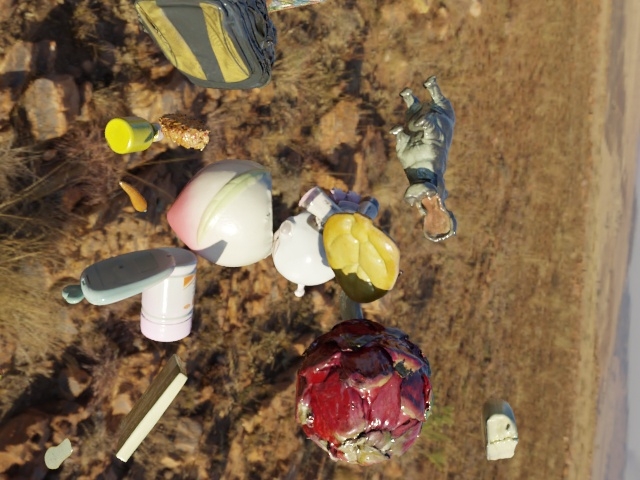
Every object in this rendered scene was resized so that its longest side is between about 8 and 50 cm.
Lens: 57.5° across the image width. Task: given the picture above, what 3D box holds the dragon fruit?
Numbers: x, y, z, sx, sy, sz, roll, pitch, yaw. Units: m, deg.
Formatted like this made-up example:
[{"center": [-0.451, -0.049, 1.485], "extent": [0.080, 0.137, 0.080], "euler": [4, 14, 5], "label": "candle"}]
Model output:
[{"center": [0.095, 0.327, 1.281], "extent": [0.329, 0.329, 0.330], "euler": [-17, 110, -59], "label": "dragon fruit"}]

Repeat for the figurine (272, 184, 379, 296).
[{"center": [-0.008, -0.003, 1.704], "extent": [0.253, 0.361, 0.211], "euler": [21, 53, -24], "label": "figurine"}]

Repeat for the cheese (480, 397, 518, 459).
[{"center": [0.285, 0.309, 0.942], "extent": [0.171, 0.047, 0.092], "euler": [70, 21, -59], "label": "cheese"}]

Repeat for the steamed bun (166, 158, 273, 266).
[{"center": [-0.270, -0.075, 1.577], "extent": [0.309, 0.309, 0.310], "euler": [-17, 110, -59], "label": "steamed bun"}]

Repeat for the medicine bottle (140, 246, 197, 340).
[{"center": [-0.585, 0.204, 2.249], "extent": [0.202, 0.202, 0.316], "euler": [-26, 131, -57], "label": "medicine bottle"}]

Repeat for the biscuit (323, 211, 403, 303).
[{"center": [0.087, 0.046, 1.308], "extent": [0.041, 0.202, 0.260], "euler": [-45, 149, -41], "label": "biscuit"}]

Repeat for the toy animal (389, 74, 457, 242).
[{"center": [0.213, -0.173, 1.193], "extent": [0.168, 0.106, 0.343], "euler": [37, 49, -44], "label": "toy animal"}]

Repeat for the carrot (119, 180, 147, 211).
[{"center": [-0.474, -0.112, 1.488], "extent": [0.142, 0.035, 0.035], "euler": [78, 29, -62], "label": "carrot"}]

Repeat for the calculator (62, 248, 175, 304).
[{"center": [-0.536, 0.095, 1.560], "extent": [0.298, 0.185, 0.041], "euler": [-19, 125, -22], "label": "calculator"}]

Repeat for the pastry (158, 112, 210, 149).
[{"center": [-0.344, -0.272, 1.466], "extent": [0.087, 0.169, 0.063], "euler": [-22, 127, -37], "label": "pastry"}]

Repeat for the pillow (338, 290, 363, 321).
[{"center": [0.090, 0.233, 1.567], "extent": [0.169, 0.059, 0.255], "euler": [116, -31, -73], "label": "pillow"}]

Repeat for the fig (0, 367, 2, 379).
[{"center": [-0.948, 0.385, 1.673], "extent": [0.074, 0.087, 0.074], "euler": [47, 34, -46], "label": "fig"}]

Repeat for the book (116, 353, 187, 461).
[{"center": [-0.371, 0.356, 1.287], "extent": [0.027, 0.264, 0.202], "euler": [40, 78, -12], "label": "book"}]

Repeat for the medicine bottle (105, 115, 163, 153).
[{"center": [-0.645, -0.378, 2.065], "extent": [0.212, 0.121, 0.122], "euler": [-31, 122, -63], "label": "medicine bottle"}]

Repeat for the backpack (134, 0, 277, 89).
[{"center": [-0.161, -0.318, 0.905], "extent": [0.258, 0.206, 0.133], "euler": [70, 35, -65], "label": "backpack"}]

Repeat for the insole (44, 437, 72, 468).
[{"center": [-0.733, 0.596, 1.628], "extent": [0.004, 0.188, 0.064], "euler": [-5, 64, -49], "label": "insole"}]

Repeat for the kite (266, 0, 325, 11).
[{"center": [-0.076, -0.583, 1.389], "extent": [0.189, 0.232, 0.009], "euler": [1, 83, -22], "label": "kite"}]
